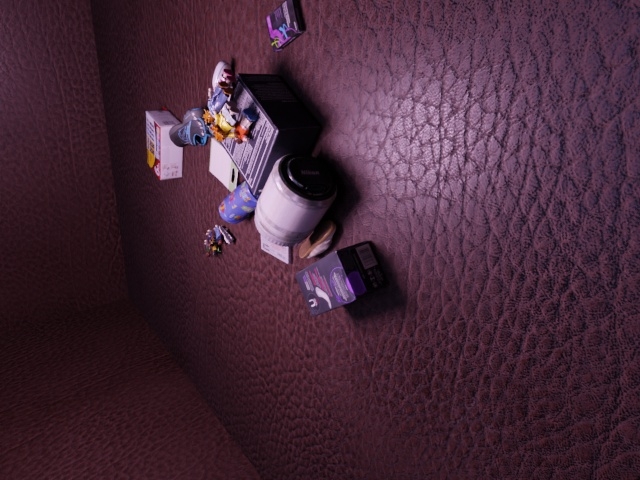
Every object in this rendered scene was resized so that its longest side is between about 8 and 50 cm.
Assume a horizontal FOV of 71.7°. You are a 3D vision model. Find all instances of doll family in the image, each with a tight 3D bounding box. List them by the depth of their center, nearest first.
[{"bbox_3d":[-0.327,-0.427,1.461,0.163,0.118,0.263,-44,67,49],"label":"doll family"},{"bbox_3d":[-0.536,0.012,2.228,0.193,0.076,0.111,113,148,-46],"label":"doll family"}]

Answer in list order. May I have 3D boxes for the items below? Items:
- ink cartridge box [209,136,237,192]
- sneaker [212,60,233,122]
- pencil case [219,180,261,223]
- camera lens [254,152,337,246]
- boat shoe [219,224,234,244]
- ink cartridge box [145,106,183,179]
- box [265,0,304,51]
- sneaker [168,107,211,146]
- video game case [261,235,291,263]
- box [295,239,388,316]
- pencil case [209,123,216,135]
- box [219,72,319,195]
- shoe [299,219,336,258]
[{"bbox_3d":[-0.411,-0.331,1.959,0.235,0.056,0.171,41,133,32],"label":"ink cartridge box"},{"bbox_3d":[-0.380,-0.594,1.811,0.091,0.094,0.258,25,126,20],"label":"sneaker"},{"bbox_3d":[-0.309,-0.163,1.836,0.306,0.133,0.119,-27,46,52],"label":"pencil case"},{"bbox_3d":[-0.087,-0.135,1.477,0.219,0.219,0.274,58,140,20],"label":"camera lens"},{"bbox_3d":[-0.451,-0.035,2.134,0.038,0.046,0.125,-40,51,4],"label":"boat shoe"},{"bbox_3d":[-0.857,-0.531,2.396,0.272,0.130,0.309,43,134,36],"label":"ink cartridge box"},{"bbox_3d":[-0.119,-0.713,1.463,0.162,0.029,0.116,-8,96,52],"label":"box"},{"bbox_3d":[-0.624,-0.501,2.113,0.341,0.125,0.139,-19,93,55],"label":"sneaker"},{"bbox_3d":[-0.184,-0.021,1.809,0.201,0.023,0.183,25,122,46],"label":"video game case"},{"bbox_3d":[0.061,0.129,1.448,0.270,0.143,0.165,-32,78,53],"label":"box"},{"bbox_3d":[-0.419,-0.467,1.908,0.152,0.070,0.064,34,103,44],"label":"pencil case"},{"bbox_3d":[-0.189,-0.369,1.551,0.294,0.183,0.296,57,140,24],"label":"box"},{"bbox_3d":[0.000,0.000,1.561,0.219,0.058,0.076,-43,38,46],"label":"shoe"}]
